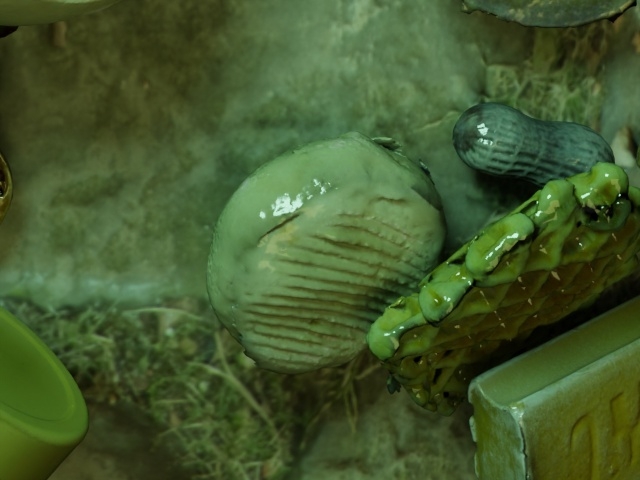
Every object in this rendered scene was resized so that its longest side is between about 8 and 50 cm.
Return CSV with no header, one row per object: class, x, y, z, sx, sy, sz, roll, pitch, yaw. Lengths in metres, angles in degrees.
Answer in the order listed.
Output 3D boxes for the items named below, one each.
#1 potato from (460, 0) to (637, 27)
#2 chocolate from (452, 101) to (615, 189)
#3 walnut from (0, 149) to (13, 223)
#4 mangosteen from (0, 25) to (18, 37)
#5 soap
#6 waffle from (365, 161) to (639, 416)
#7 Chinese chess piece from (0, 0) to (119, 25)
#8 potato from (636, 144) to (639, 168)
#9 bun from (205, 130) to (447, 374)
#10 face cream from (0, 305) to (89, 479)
potato,0.153,-0.267,1.267,0.138,0.098,0.243,-37,123,9
chocolate,0.202,-0.084,1.377,0.167,0.072,0.072,15,110,-17
walnut,-0.319,-0.045,1.285,0.091,0.052,0.121,32,102,-22
mangosteen,-0.347,-0.163,1.157,0.250,0.211,0.211,-21,121,-34
soap,0.278,0.166,1.442,0.274,0.089,0.173,-24,121,-26
waffle,0.180,0.046,1.361,0.297,0.073,0.317,-36,158,3
Chinese chess piece,-0.220,-0.322,1.045,0.338,0.141,0.338,-12,105,-49
potato,0.339,-0.104,1.413,0.092,0.045,0.046,-42,118,4
bun,0.000,0.000,1.325,0.239,0.141,0.239,-20,138,-19
face cream,-0.339,0.160,1.281,0.218,0.218,0.179,38,100,-25
